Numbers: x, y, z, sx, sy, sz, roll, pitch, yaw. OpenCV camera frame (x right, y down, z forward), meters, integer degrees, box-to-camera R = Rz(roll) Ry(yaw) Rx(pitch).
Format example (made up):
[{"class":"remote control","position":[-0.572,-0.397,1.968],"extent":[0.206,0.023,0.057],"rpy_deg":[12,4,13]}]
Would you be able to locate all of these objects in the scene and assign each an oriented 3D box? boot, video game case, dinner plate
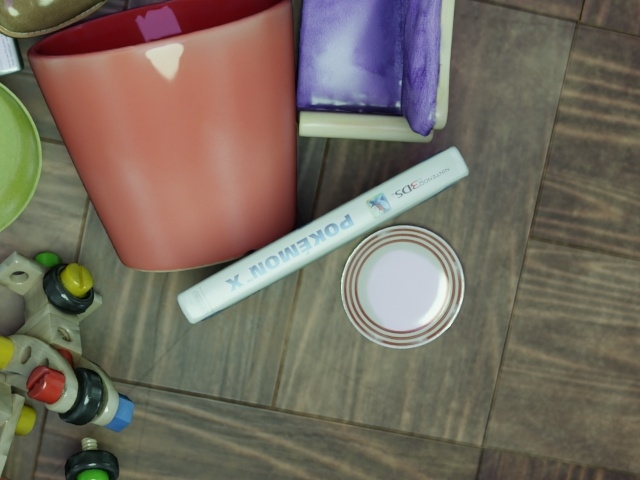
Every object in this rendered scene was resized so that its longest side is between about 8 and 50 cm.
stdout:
[{"class":"boot","position":[-0.215,-0.311,1.691],"extent":[0.305,0.115,0.112],"rpy_deg":[-33,107,-12]},{"class":"video game case","position":[0.000,0.000,1.670],"extent":[0.300,0.329,0.036],"rpy_deg":[-29,89,-2]},{"class":"dinner plate","position":[0.093,0.052,1.843],"extent":[0.141,0.017,0.141],"rpy_deg":[-1,96,-5]}]

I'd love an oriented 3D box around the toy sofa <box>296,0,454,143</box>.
[{"class":"toy sofa","position":[0.058,-0.288,1.719],"extent":[0.150,0.177,0.362],"rpy_deg":[3,97,-7]}]

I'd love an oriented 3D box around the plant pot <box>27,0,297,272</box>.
[{"class":"plant pot","position":[-0.141,-0.112,1.690],"extent":[0.275,0.275,0.243],"rpy_deg":[-13,106,-4]}]

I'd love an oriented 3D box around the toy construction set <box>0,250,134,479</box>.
[{"class":"toy construction set","position":[-0.357,0.132,1.729],"extent":[0.309,0.257,0.237],"rpy_deg":[6,52,-22]}]

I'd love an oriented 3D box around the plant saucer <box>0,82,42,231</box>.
[{"class":"plant saucer","position":[-0.418,-0.094,1.723],"extent":[0.241,0.037,0.241],"rpy_deg":[-7,126,-9]}]

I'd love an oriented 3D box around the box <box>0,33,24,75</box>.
[{"class":"box","position":[-0.399,-0.225,1.732],"extent":[0.137,0.072,0.126],"rpy_deg":[-14,98,-5]}]
